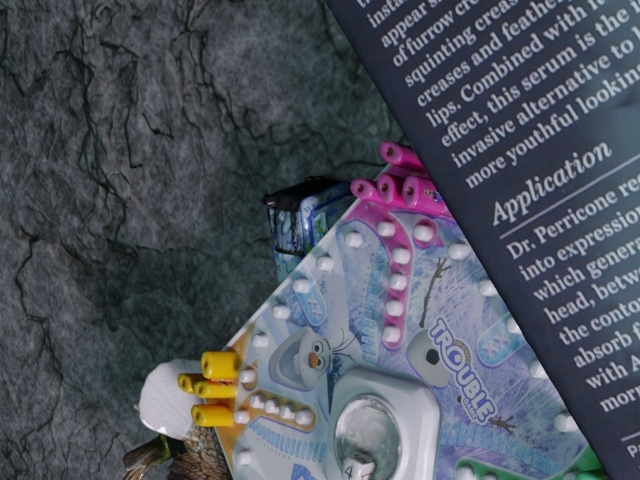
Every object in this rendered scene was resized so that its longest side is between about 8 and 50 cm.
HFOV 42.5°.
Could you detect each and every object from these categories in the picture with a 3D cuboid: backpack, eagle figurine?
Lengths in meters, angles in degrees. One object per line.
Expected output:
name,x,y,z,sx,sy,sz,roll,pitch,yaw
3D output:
backpack,0.000,0.000,0.859,0.084,0.105,0.114,11,113,33
eagle figurine,-0.078,0.281,0.937,0.298,0.225,0.226,28,102,37

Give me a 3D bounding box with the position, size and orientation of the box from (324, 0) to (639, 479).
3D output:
box,0.207,-0.089,0.451,0.212,0.293,0.396,-34,81,35

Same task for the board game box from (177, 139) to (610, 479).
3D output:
board game box,0.041,0.173,0.702,0.390,0.050,0.390,-48,53,30

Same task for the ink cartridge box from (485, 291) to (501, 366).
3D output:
ink cartridge box,0.139,0.047,0.760,0.209,0.062,0.109,-164,83,-73
